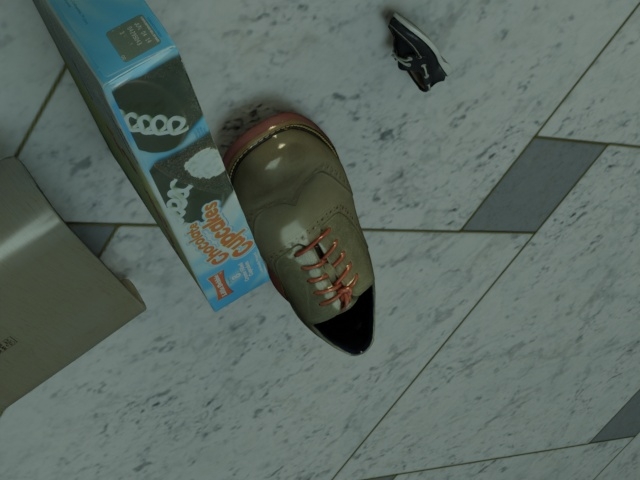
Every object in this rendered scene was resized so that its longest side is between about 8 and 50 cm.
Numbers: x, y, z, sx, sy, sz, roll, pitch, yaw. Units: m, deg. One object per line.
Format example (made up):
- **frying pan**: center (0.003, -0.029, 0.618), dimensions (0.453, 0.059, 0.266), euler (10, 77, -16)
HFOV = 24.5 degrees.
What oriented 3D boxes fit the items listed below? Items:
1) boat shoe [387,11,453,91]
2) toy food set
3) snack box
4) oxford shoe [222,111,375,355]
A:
- **boat shoe**: center (0.086, -0.173, 1.364), dimensions (0.038, 0.046, 0.125), euler (-44, 158, 5)
- **toy food set**: center (-0.294, 0.055, 1.278), dimensions (0.219, 0.092, 0.306), euler (-35, 158, -3)
- **snack box**: center (-0.134, -0.096, 1.103), dimensions (0.060, 0.187, 0.322), euler (-31, 150, -8)
- **oxford shoe**: center (0.000, 0.000, 1.432), dimensions (0.123, 0.130, 0.348), euler (-34, 150, -3)
